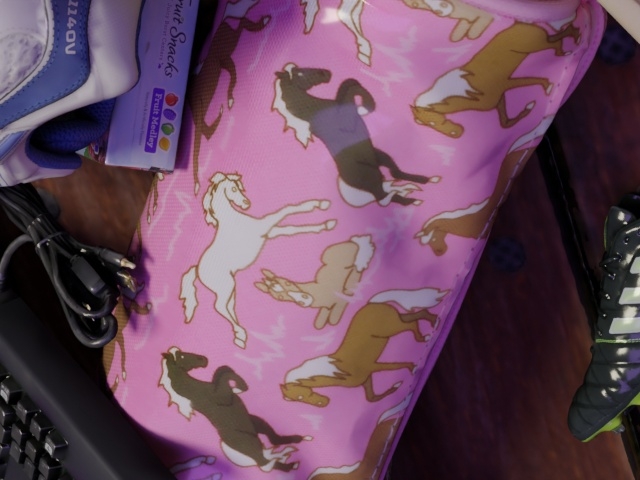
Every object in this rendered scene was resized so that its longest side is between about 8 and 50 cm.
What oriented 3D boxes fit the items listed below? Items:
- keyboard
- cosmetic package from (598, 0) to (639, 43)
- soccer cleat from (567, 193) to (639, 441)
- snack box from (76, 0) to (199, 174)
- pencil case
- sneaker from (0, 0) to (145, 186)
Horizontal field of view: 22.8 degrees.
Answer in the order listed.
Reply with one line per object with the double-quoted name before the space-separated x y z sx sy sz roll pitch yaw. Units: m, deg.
"keyboard" -0.179 0.041 0.825 0.317 0.033 0.202 42 126 30
"cosmetic package" 0.160 -0.155 0.645 0.309 0.160 0.113 43 120 -6
"soccer cleat" 0.164 0.022 0.796 0.072 0.060 0.179 34 114 9
"snack box" -0.088 -0.107 0.749 0.037 0.100 0.141 8 95 -21
"pencil case" 0.000 0.000 0.772 0.167 0.160 0.386 2 124 -29
"sneaker" -0.162 -0.052 0.697 0.131 0.296 0.112 11 77 -19
